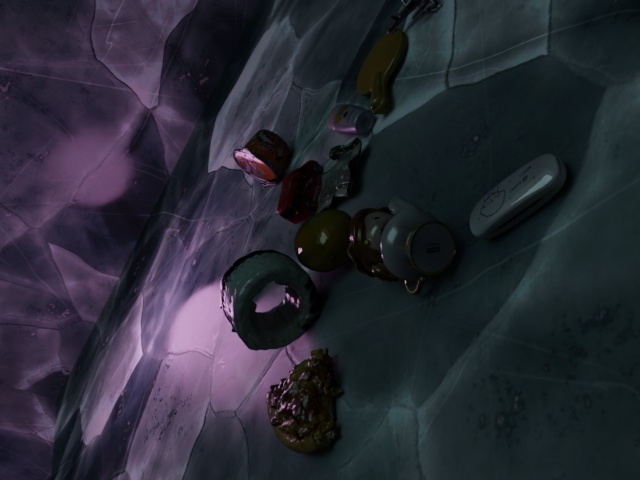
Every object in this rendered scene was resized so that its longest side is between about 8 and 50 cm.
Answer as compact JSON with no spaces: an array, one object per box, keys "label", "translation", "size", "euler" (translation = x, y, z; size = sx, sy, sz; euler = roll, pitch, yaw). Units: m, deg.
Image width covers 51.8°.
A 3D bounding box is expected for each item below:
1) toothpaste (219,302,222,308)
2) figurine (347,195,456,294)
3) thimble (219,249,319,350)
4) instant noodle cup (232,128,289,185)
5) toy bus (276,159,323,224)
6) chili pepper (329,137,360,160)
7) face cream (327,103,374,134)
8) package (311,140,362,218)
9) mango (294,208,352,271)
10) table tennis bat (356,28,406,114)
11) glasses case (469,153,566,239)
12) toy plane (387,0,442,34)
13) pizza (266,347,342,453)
[{"label":"toothpaste","translation":[-0.250,0.158,2.027],"size":[0.178,0.043,0.037],"euler":[-43,33,38]},{"label":"figurine","translation":[0.146,0.007,1.302],"size":[0.263,0.142,0.190],"euler":[8,98,64]},{"label":"thimble","translation":[-0.128,0.147,1.596],"size":[0.237,0.237,0.150],"euler":[-62,29,7]},{"label":"instant noodle cup","translation":[-0.182,-0.283,2.171],"size":[0.126,0.177,0.208],"euler":[-57,-9,-18]},{"label":"toy bus","translation":[-0.060,-0.149,1.885],"size":[0.081,0.089,0.195],"euler":[-29,43,51]},{"label":"chili pepper","translation":[0.055,-0.248,1.801],"size":[0.118,0.035,0.055],"euler":[-28,12,50]},{"label":"face cream","translation":[0.081,-0.334,1.817],"size":[0.084,0.057,0.198],"euler":[-63,26,3]},{"label":"package","translation":[0.046,-0.156,1.757],"size":[0.232,0.040,0.166],"euler":[-41,31,55]},{"label":"mango","translation":[0.000,0.000,1.610],"size":[0.251,0.114,0.157],"euler":[-1,74,61]},{"label":"table tennis bat","translation":[0.160,-0.452,1.784],"size":[0.198,0.050,0.321],"euler":[-40,32,38]},{"label":"glasses case","translation":[0.330,-0.072,1.119],"size":[0.197,0.049,0.076],"euler":[-41,35,40]},{"label":"toy plane","translation":[0.242,-0.635,1.731],"size":[0.234,0.082,0.160],"euler":[-40,67,27]},{"label":"pizza","translation":[-0.040,0.334,1.427],"size":[0.229,0.081,0.289],"euler":[-66,24,-2]}]
